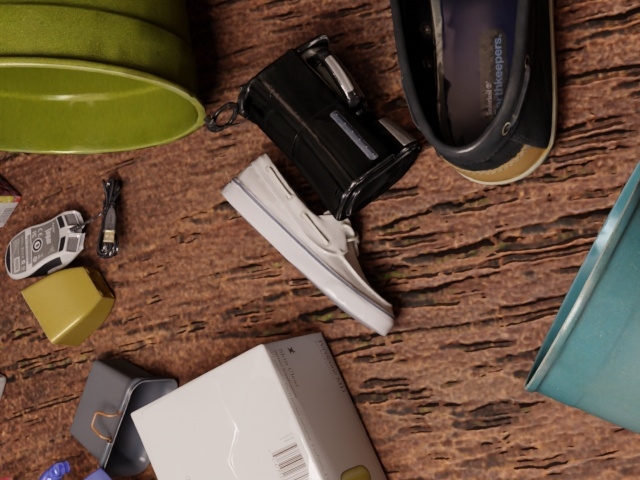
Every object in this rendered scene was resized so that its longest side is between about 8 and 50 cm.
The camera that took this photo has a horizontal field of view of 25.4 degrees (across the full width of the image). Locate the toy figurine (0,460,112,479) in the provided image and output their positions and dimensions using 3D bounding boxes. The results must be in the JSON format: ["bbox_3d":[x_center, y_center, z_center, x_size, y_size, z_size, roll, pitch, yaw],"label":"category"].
[{"bbox_3d":[-0.272,0.391,1.695,0.362,0.191,0.217,45,125,14],"label":"toy figurine"}]

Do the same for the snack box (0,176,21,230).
[{"bbox_3d":[-0.513,-0.084,1.813,0.174,0.207,0.070,41,109,19],"label":"snack box"}]

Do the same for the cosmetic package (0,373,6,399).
[{"bbox_3d":[-0.612,0.352,1.904,0.230,0.161,0.453,25,103,24],"label":"cosmetic package"}]

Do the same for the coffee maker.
[{"bbox_3d":[-0.004,-0.112,1.593,0.171,0.120,0.178,-40,75,2],"label":"coffee maker"}]

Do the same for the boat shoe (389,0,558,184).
[{"bbox_3d":[0.152,-0.309,1.504,0.186,0.156,0.500,-6,88,28],"label":"boat shoe"}]

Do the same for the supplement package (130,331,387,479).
[{"bbox_3d":[-0.057,0.268,1.634,0.204,0.145,0.262,-29,80,25],"label":"supplement package"}]

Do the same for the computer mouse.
[{"bbox_3d":[-0.324,-0.002,1.810,0.193,0.042,0.106,-22,61,29],"label":"computer mouse"}]

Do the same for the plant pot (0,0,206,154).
[{"bbox_3d":[-0.317,-0.315,1.655,0.366,0.366,0.353,-7,78,26],"label":"plant pot"}]

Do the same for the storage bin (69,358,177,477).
[{"bbox_3d":[-0.257,0.214,1.766,0.091,0.098,0.135,28,104,34],"label":"storage bin"}]

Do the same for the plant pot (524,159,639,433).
[{"bbox_3d":[0.372,0.080,1.365,0.255,0.271,0.272,27,104,7],"label":"plant pot"}]

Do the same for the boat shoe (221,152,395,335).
[{"bbox_3d":[0.000,0.000,1.625,0.258,0.095,0.084,43,89,10],"label":"boat shoe"}]

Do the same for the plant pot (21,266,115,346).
[{"bbox_3d":[-0.310,0.076,1.793,0.083,0.081,0.081,-36,76,8],"label":"plant pot"}]
